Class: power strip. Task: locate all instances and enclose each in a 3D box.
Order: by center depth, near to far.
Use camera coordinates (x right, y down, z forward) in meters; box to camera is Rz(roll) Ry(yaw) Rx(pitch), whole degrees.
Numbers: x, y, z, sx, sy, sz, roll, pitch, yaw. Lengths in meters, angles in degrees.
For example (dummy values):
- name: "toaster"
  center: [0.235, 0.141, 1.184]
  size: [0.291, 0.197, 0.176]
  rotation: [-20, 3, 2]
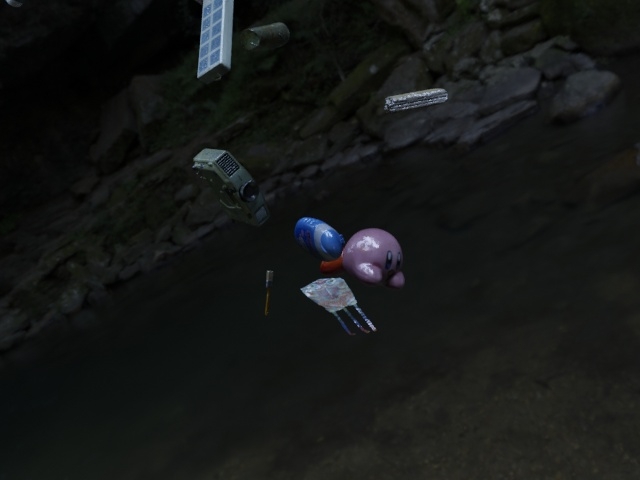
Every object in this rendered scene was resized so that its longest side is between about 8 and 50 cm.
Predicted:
- name: "power strip"
  center: [-0.309, -0.631, 1.802]
  size: [0.106, 0.043, 0.368]
  rotation: [-20, 59, 34]

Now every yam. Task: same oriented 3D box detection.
- name: "yam"
  center: [-0.149, -0.557, 1.665]
  size: [0.068, 0.068, 0.169]
  rotation: [-21, 13, 35]

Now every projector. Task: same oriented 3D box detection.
- name: "projector"
  center: [-0.273, -0.158, 1.896]
  size: [0.193, 0.270, 0.088]
  rotation: [13, 54, 49]

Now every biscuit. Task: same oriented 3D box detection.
- name: "biscuit"
  center: [0.368, -0.543, 2.350]
  size: [0.238, 0.062, 0.108]
  rotation: [-12, 16, -5]

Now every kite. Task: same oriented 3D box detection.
- name: "kite"
  center: [0.049, 0.164, 1.505]
  size: [0.127, 0.016, 0.229]
  rotation: [-14, 38, -24]

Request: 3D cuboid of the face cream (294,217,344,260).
- name: "face cream"
  center: [0.000, 0.000, 1.927]
  size: [0.083, 0.149, 0.264]
  rotation: [-30, 16, -16]

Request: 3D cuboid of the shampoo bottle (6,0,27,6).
- name: "shampoo bottle"
  center: [-0.788, -0.706, 1.640]
  size: [0.192, 0.074, 0.074]
  rotation: [-36, 8, 31]

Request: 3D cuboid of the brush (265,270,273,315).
- name: "brush"
  center: [-0.196, 0.197, 2.267]
  size: [0.014, 0.170, 0.043]
  rotation: [3, -4, 21]

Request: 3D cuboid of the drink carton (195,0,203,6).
- name: "drink carton"
  center: [-0.399, -0.986, 2.136]
  size: [0.108, 0.271, 0.161]
  rotation: [16, -12, -41]

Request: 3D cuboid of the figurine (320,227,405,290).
- name: "figurine"
  center: [0.179, 0.059, 2.218]
  size: [0.269, 0.211, 0.261]
  rotation: [13, -2, -39]
